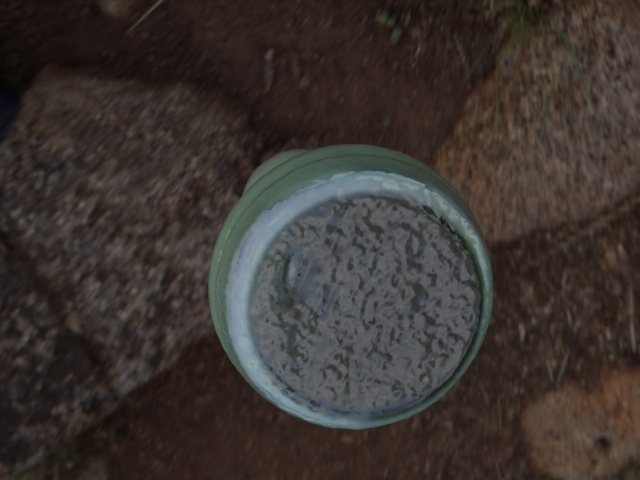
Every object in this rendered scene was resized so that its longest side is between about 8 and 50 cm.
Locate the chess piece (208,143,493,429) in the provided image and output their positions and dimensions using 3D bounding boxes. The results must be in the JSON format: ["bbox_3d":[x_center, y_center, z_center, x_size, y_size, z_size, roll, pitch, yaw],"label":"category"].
[{"bbox_3d":[0.000,0.000,0.933,0.139,0.271,0.139,-2,103,-8],"label":"chess piece"}]
